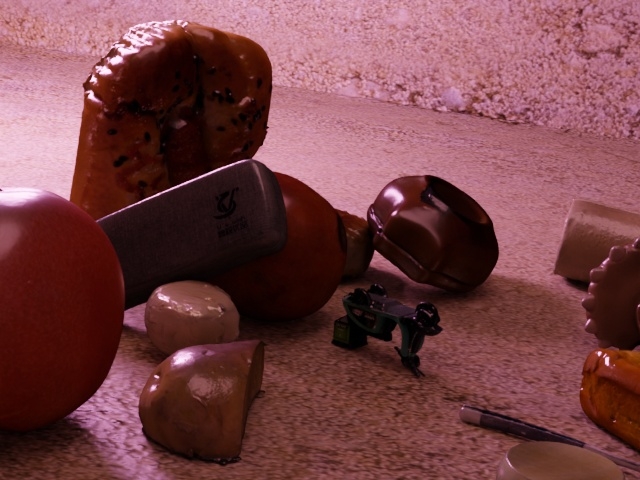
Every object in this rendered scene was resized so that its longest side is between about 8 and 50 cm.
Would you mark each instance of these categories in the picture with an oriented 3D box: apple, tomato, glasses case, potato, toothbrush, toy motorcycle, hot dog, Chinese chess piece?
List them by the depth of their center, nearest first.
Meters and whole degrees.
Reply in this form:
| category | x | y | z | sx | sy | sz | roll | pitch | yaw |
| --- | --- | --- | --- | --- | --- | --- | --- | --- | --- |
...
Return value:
| category | x | y | z | sx | sy | sz | roll | pitch | yaw |
| --- | --- | --- | --- | --- | --- | --- | --- | --- | --- |
| Chinese chess piece | 0.264 | 0.273 | 1.662 | 0.144 | 0.058 | 0.144 | 7 | 16 | -2 |
| tomato | -0.398 | 0.067 | 1.735 | 0.341 | 0.273 | 0.341 | 6 | 16 | -2 |
| potato | -0.142 | 0.170 | 1.800 | 0.138 | 0.098 | 0.243 | 5 | 15 | 3 |
| toothbrush | 0.300 | 0.244 | 1.830 | 0.288 | 0.024 | 0.026 | 14 | 17 | 27 |
| toy motorcycle | 0.094 | 0.118 | 2.065 | 0.173 | 0.100 | 0.058 | 16 | 19 | 38 |
| glasses case | -0.197 | -0.001 | 2.070 | 0.323 | 0.131 | 0.074 | -21 | -24 | 21 |
| apple | -0.070 | 0.008 | 2.176 | 0.230 | 0.230 | 0.230 | 6 | 16 | -2 |
| hot dog | -0.234 | -0.174 | 2.469 | 0.367 | 0.365 | 0.196 | -10 | 25 | -44 |

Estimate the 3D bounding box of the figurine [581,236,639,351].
| category | x | y | z | sx | sy | sz | roll | pitch | yaw |
| --- | --- | --- | --- | --- | --- | --- | --- | --- | --- |
| figurine | 0.458 | 0.089 | 2.149 | 0.173 | 0.177 | 0.247 | 26 | 25 | 3 |

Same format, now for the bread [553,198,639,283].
| category | x | y | z | sx | sy | sz | roll | pitch | yaw |
| --- | --- | --- | --- | --- | --- | --- | --- | --- | --- |
| bread | 0.470 | 0.009 | 2.514 | 0.141 | 0.134 | 0.148 | 14 | 28 | 14 |

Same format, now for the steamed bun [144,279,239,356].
| category | x | y | z | sx | sy | sz | roll | pitch | yaw |
| --- | --- | --- | --- | --- | --- | --- | --- | --- | --- |
| steamed bun | -0.174 | 0.111 | 1.995 | 0.112 | 0.091 | 0.130 | -13 | 27 | -40 |

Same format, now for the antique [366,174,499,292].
| category | x | y | z | sx | sy | sz | roll | pitch | yaw |
| --- | --- | --- | --- | --- | --- | --- | --- | --- | --- |
| antique | 0.185 | -0.013 | 2.419 | 0.223 | 0.129 | 0.278 | 41 | 17 | 17 |

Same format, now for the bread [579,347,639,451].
| category | x | y | z | sx | sy | sz | roll | pitch | yaw |
| --- | --- | --- | --- | --- | --- | --- | --- | --- | --- |
| bread | 0.414 | 0.209 | 1.869 | 0.094 | 0.102 | 0.245 | 4 | 16 | -32 |

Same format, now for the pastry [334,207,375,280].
| category | x | y | z | sx | sy | sz | roll | pitch | yaw |
| --- | --- | --- | --- | --- | --- | --- | --- | --- | --- |
| pastry | 0.000 | 0.000 | 2.438 | 0.182 | 0.093 | 0.192 | 13 | 13 | 0 |
